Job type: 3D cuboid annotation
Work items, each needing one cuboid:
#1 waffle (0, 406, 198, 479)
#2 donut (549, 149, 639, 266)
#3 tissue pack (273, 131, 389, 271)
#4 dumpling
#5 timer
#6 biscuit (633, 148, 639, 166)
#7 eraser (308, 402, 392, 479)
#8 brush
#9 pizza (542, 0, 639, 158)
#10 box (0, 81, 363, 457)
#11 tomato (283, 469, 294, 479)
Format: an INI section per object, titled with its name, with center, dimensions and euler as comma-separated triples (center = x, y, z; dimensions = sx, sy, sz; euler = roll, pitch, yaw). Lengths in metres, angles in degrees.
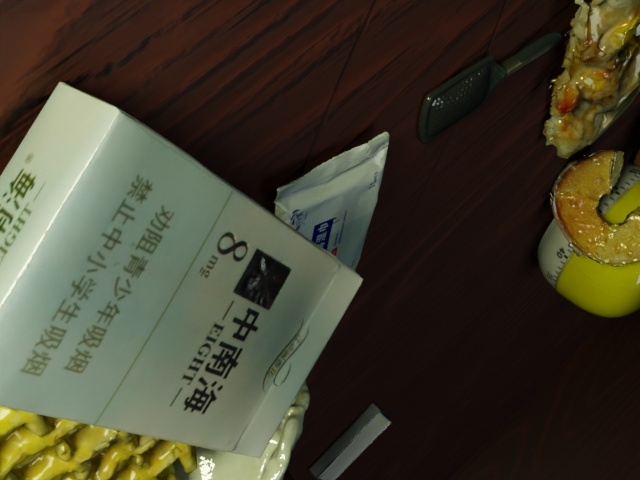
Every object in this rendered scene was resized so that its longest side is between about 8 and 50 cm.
[waffle]
center = -0.167, 0.124, 0.494
dimensions = 0.250, 0.056, 0.261
euler = 11, 117, -49
[donut]
center = 0.429, -0.048, 1.036
dimensions = 0.146, 0.181, 0.078
euler = -41, 178, 39
[tissue pack]
center = 0.000, 0.000, 0.615
dimensions = 0.122, 0.026, 0.193
euler = -29, 147, -31
[dumpling]
center = -0.089, 0.225, 0.661
dimensions = 0.229, 0.151, 0.124
euler = -47, 126, 1
[timer]
center = 0.542, 0.031, 1.173
dimensions = 0.285, 0.285, 0.285
euler = -35, 150, -23
[biscuit]
center = 0.646, -0.145, 1.337
dimensions = 0.165, 0.036, 0.250
euler = -52, 147, 6
[eraser]
center = 0.052, 0.339, 1.145
dimensions = 0.150, 0.023, 0.104
euler = -45, 152, -5
[brush]
center = 0.166, -0.156, 0.659
dimensions = 0.193, 0.016, 0.063
euler = -36, 152, -20
[pizza]
center = 0.320, -0.213, 0.748
dimensions = 0.189, 0.071, 0.297
euler = -43, 152, -6
[box]
center = -0.087, 0.037, 0.416
dimensions = 0.155, 0.067, 0.243
euler = -58, 141, -4
[tomato]
center = -0.093, 0.335, 0.806
dimensions = 0.155, 0.180, 0.214
euler = -67, 159, -1
